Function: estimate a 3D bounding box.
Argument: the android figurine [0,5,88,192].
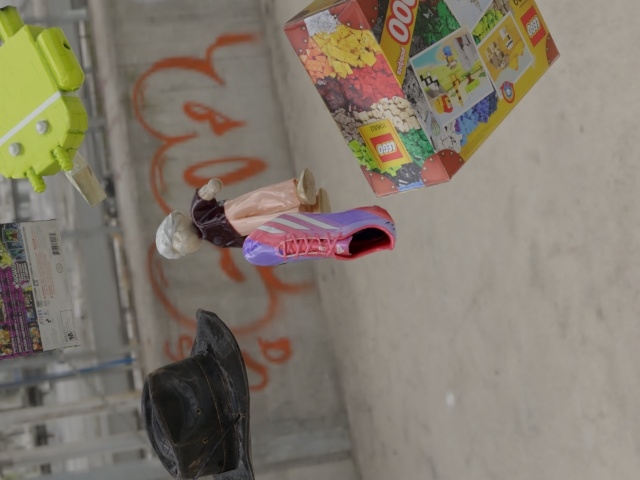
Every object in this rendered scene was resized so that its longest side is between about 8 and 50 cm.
[{"bbox_3d":[-0.449,-0.205,1.652,0.056,0.248,0.273,-4,-114,-62],"label":"android figurine"}]

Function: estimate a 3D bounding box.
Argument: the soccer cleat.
[{"bbox_3d":[0.000,0.000,1.751,0.095,0.248,0.083,-110,11,-61],"label":"soccer cleat"}]

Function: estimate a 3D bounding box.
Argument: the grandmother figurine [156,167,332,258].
[{"bbox_3d":[-0.162,-0.041,2.064,0.208,0.342,0.104,56,-152,-35],"label":"grandmother figurine"}]

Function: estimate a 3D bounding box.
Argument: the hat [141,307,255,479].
[{"bbox_3d":[-0.213,0.280,1.768,0.331,0.133,0.331,172,90,-69],"label":"hat"}]

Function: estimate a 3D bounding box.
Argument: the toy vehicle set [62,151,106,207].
[{"bbox_3d":[-0.496,-0.192,2.014,0.267,0.035,0.166,49,169,16],"label":"toy vehicle set"}]

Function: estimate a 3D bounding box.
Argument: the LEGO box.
[{"bbox_3d":[0.210,-0.376,2.107,0.193,0.500,0.372,-12,116,45],"label":"LEGO box"}]

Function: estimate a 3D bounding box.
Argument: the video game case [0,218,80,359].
[{"bbox_3d":[-0.525,0.085,1.886,0.041,0.210,0.232,-16,85,42],"label":"video game case"}]
